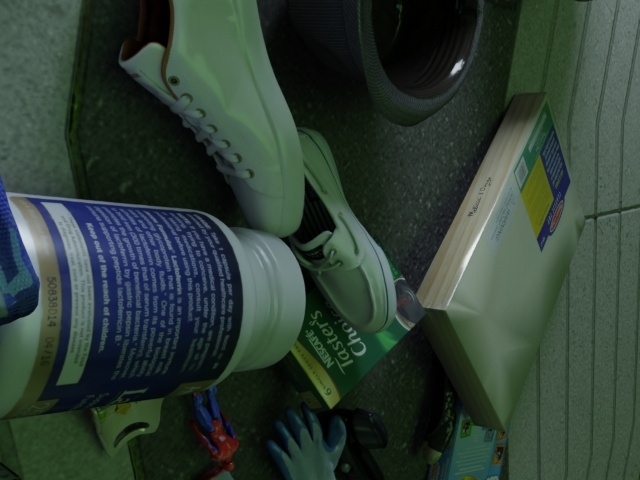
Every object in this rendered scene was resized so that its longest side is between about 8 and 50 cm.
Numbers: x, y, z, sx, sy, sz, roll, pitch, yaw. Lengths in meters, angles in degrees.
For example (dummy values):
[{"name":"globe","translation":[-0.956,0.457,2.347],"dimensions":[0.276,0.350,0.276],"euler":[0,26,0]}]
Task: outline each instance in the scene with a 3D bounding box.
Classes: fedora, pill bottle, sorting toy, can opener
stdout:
[{"name":"fedora","translation":[0.058,-0.240,0.766],"dimensions":[0.275,0.124,0.243],"euler":[-26,120,-51]},{"name":"pill bottle","translation":[-0.145,0.047,0.586],"dimensions":[0.265,0.153,0.153],"euler":[3,96,-47]},{"name":"sorting toy","translation":[-0.169,0.150,0.670],"dimensions":[0.083,0.045,0.075],"euler":[-27,125,-42]},{"name":"can opener","translation":[0.046,0.267,0.919],"dimensions":[0.059,0.073,0.186],"euler":[-53,142,-37]}]

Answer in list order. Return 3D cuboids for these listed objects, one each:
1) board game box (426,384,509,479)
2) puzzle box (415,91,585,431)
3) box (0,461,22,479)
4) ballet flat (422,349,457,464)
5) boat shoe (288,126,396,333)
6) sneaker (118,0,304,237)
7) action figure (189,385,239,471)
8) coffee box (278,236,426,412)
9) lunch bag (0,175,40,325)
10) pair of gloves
[{"name":"board game box","translation":[0.226,0.294,1.133],"dimensions":[0.160,0.039,0.211],"euler":[9,91,-48]},{"name":"puzzle box","translation":[0.269,0.023,1.075],"dimensions":[0.408,0.052,0.272],"euler":[-58,134,-32]},{"name":"box","translation":[-0.311,0.269,0.537],"dimensions":[0.191,0.045,0.184],"euler":[-3,103,-48]},{"name":"ballet flat","translation":[0.161,0.219,1.048],"dimensions":[0.049,0.057,0.173],"euler":[14,83,-15]},{"name":"boat shoe","translation":[0.000,0.000,0.760],"dimensions":[0.226,0.083,0.076],"euler":[63,31,-4]},{"name":"sneaker","translation":[-0.103,-0.123,0.650],"dimensions":[0.123,0.106,0.290],"euler":[-27,112,-27]},{"name":"action figure","translation":[-0.107,0.174,0.742],"dimensions":[0.038,0.030,0.115],"euler":[-31,106,-45]},{"name":"coffee box","translation":[0.028,0.089,0.838],"dimensions":[0.184,0.040,0.113],"euler":[-36,96,-36]},{"name":"lunch bag","translation":[-0.340,-0.096,0.293],"dimensions":[0.328,0.239,0.385],"euler":[-20,97,-43]},{"name":"pair of gloves","translation":[-0.045,0.268,0.813],"dimensions":[0.198,0.023,0.159],"euler":[-33,120,-21]}]
